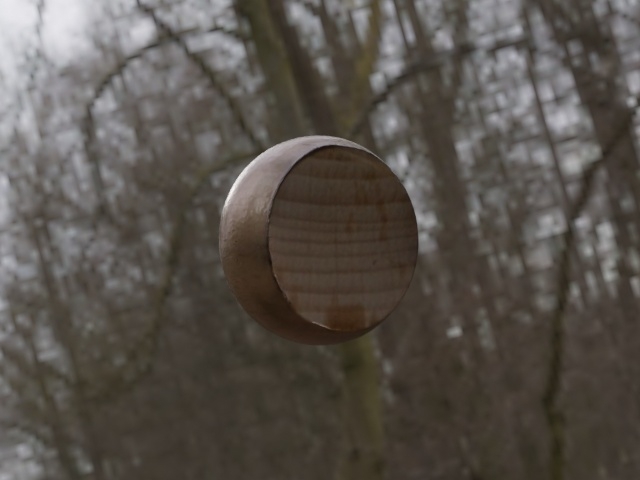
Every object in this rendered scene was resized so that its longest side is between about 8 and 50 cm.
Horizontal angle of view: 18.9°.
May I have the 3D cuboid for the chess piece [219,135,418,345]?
[{"bbox_3d":[0.000,0.000,0.763,0.083,0.084,0.038,-9,3,-37],"label":"chess piece"}]
